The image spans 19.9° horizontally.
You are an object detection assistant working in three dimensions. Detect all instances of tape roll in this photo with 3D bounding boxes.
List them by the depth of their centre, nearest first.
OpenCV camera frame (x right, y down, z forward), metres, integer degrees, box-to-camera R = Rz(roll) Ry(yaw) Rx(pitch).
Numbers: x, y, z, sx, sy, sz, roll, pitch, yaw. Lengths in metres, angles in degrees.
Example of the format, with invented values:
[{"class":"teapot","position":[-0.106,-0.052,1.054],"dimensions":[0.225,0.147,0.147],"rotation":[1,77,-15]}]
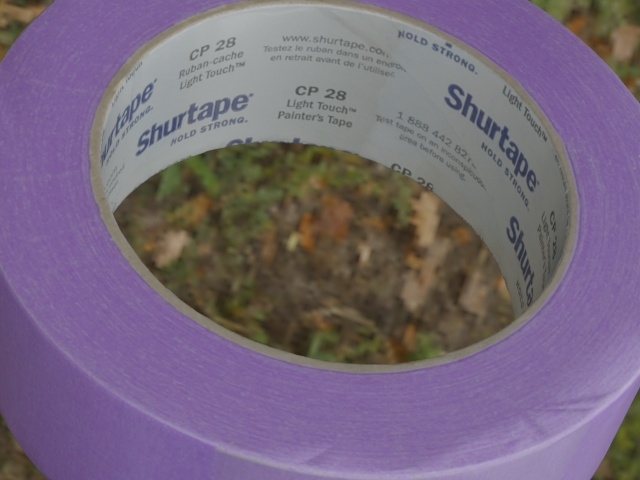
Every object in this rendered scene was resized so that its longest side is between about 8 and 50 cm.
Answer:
[{"class":"tape roll","position":[0.000,0.000,0.725],"dimensions":[0.275,0.275,0.090],"rotation":[-39,157,-36]}]
